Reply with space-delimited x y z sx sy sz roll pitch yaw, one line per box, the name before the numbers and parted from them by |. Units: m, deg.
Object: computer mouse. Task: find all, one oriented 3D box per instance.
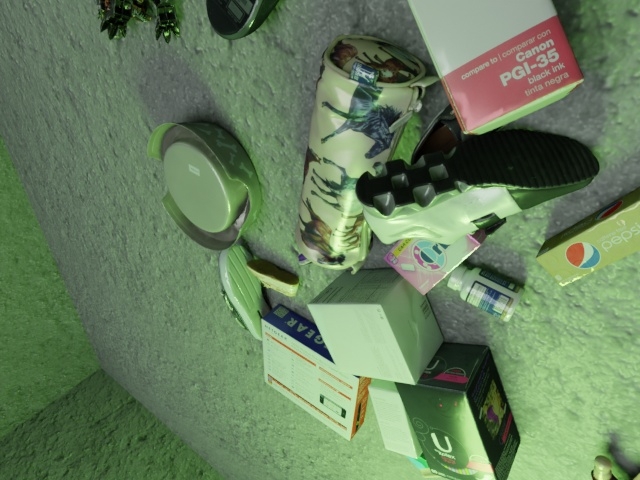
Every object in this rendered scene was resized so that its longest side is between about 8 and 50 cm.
computer mouse | -0.099 -0.469 0.750 0.272 0.072 0.188 -37 88 36

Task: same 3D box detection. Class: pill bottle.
pill bottle | 0.297 0.090 0.780 0.120 0.067 0.067 28 133 25

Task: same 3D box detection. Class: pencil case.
pencil case | 0.058 -0.131 0.770 0.183 0.160 0.410 45 141 33

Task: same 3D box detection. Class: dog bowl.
dog bowl | -0.299 -0.147 1.123 0.349 0.102 0.348 22 131 29

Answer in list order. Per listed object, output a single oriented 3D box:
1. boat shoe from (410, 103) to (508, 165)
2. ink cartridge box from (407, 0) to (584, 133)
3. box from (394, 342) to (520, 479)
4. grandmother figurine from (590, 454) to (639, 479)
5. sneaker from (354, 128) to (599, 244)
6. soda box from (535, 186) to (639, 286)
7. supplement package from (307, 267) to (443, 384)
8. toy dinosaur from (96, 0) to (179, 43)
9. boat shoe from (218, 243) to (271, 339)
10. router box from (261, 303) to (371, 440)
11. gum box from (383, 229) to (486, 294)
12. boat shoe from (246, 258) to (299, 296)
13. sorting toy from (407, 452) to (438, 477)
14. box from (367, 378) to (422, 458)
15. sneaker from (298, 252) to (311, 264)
boat shoe | 0.225 -0.181 0.649 0.084 0.079 0.233 50 136 4
ink cartridge box | 0.173 -0.273 0.487 0.117 0.207 0.282 -22 93 28
box | 0.296 0.370 0.920 0.165 0.143 0.270 -8 112 44
grandmother figurine | 0.588 0.464 0.762 0.208 0.104 0.342 36 134 30
sneaker | 0.230 -0.067 0.658 0.331 0.122 0.146 -8 141 14
soda box | 0.410 -0.006 0.618 0.061 0.058 0.181 48 139 5
supplement package | 0.120 0.178 0.937 0.203 0.149 0.194 -8 112 45
toy dinosaur | -0.427 -0.556 0.927 0.218 0.165 0.322 65 162 10
boat shoe | -0.241 0.160 1.270 0.119 0.121 0.335 6 123 35
router box | -0.018 0.384 1.258 0.336 0.082 0.301 26 132 27
gum box | 0.214 0.005 0.798 0.107 0.062 0.188 43 138 9
boat shoe | -0.135 0.106 1.182 0.170 0.063 0.059 24 126 27
sorting toy | 0.269 0.548 1.148 0.208 0.038 0.193 50 139 2
box | 0.202 0.390 1.012 0.091 0.130 0.170 -6 103 45
sneaker | 0.000 0.000 1.002 0.170 0.068 0.071 -44 70 40
